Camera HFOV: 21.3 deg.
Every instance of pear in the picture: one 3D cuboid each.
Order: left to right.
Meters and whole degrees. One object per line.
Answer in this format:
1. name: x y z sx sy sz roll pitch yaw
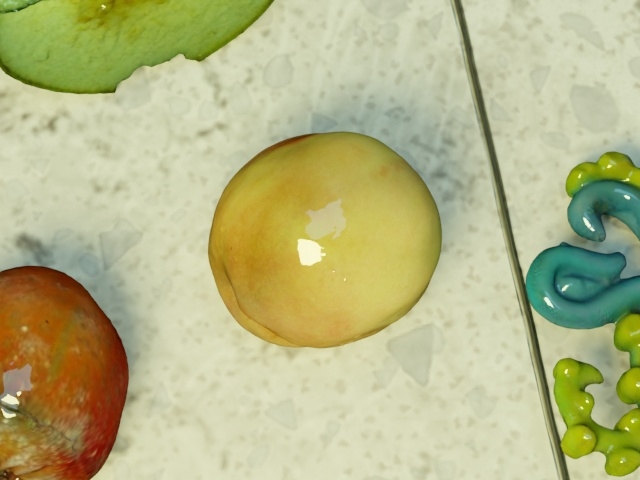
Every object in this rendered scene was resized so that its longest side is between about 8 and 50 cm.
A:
1. pear: -0.185 -0.273 1.404 0.292 0.159 0.292 2 70 -6

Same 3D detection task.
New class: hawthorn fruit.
1. hawthorn fruit: -0.226 0.105 1.278 0.173 0.173 0.173 1 72 -3

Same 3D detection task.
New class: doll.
1. doll: 0.333 0.068 1.371 0.346 0.099 0.341 -8 60 -11

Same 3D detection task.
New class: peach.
1. peach: 0.000 0.000 1.318 0.184 0.184 0.184 1 72 -3
